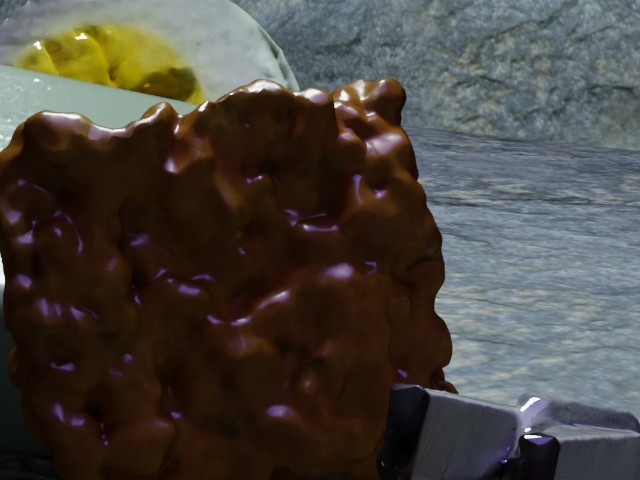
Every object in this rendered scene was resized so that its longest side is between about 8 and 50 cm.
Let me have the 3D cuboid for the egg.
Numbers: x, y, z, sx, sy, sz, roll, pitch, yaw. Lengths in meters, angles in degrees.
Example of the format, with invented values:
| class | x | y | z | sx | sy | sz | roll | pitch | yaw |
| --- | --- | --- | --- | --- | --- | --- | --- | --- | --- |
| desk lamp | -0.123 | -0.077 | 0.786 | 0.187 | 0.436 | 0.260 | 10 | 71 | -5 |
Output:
| class | x | y | z | sx | sy | sz | roll | pitch | yaw |
| --- | --- | --- | --- | --- | --- | --- | --- | --- | --- |
| egg | -0.196 | -0.073 | 1.749 | 0.354 | 0.354 | 0.340 | 1 | -10 | -8 |

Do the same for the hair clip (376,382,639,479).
| class | x | y | z | sx | sy | sz | roll | pitch | yaw |
| --- | --- | --- | --- | --- | --- | --- | --- | --- | --- |
| hair clip | 0.145 | 0.138 | 1.036 | 0.101 | 0.085 | 0.331 | 5 | -3 | 26 |

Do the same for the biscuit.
| class | x | y | z | sx | sy | sz | roll | pitch | yaw |
| --- | --- | --- | --- | --- | --- | --- | --- | --- | --- |
| biscuit | -0.061 | 0.053 | 1.159 | 0.312 | 0.318 | 0.110 | -11 | -1 | -15 |

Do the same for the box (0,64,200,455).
| class | x | y | z | sx | sy | sz | roll | pitch | yaw |
| --- | --- | --- | --- | --- | --- | --- | --- | --- | --- |
| box | -0.191 | 0.017 | 1.360 | 0.344 | 0.177 | 0.352 | 10 | 36 | -11 |
